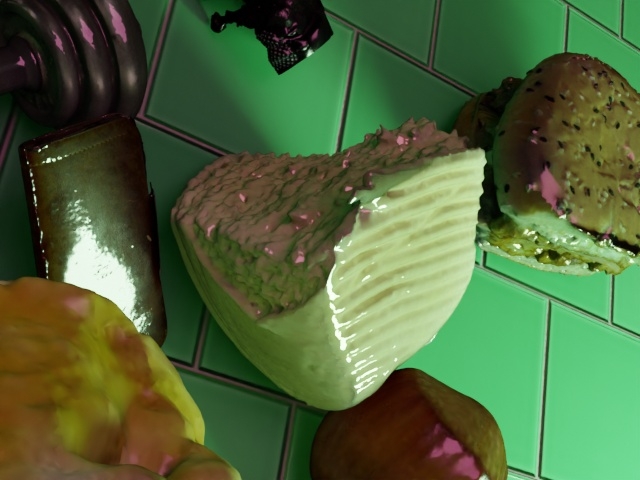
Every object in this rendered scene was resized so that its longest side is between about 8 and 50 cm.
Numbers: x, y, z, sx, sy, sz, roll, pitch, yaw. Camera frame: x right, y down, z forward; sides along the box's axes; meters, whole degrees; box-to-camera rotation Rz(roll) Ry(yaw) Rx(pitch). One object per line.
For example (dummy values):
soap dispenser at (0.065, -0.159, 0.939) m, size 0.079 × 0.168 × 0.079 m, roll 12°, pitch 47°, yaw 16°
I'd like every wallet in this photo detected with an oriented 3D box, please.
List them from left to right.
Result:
wallet at (-0.204, 0.015, 0.905) m, size 0.137 × 0.031 × 0.255 m, roll -26°, pitch 125°, yaw -43°

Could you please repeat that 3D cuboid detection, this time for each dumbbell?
dumbbell at (-0.327, -0.133, 0.851) m, size 0.406 × 0.179 × 0.179 m, roll -29°, pitch 93°, yaw -37°

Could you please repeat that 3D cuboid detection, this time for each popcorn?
popcorn at (-0.234, 0.234, 0.716) m, size 0.344 × 0.354 × 0.390 m, roll -12°, pitch 40°, yaw -26°

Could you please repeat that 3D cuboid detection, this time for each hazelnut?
hazelnut at (0.099, 0.245, 1.027) m, size 0.210 × 0.186 × 0.210 m, roll 23°, pitch 60°, yaw -50°

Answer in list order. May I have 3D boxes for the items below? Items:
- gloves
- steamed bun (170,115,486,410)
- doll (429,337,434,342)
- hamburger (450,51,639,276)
gloves at (-0.067, -0.292, 1.130) m, size 0.129 × 0.106 × 0.181 m, roll -46°, pitch 107°, yaw -34°
steamed bun at (0.000, 0.000, 1.022) m, size 0.290 × 0.272 × 0.274 m, roll -28°, pitch 128°, yaw -37°
doll at (0.105, 0.095, 1.140) m, size 0.127 × 0.084 × 0.073 m, roll -35°, pitch 97°, yaw -30°
hamburger at (0.319, -0.096, 1.286) m, size 0.318 × 0.195 × 0.277 m, roll 13°, pitch 70°, yaw -34°
